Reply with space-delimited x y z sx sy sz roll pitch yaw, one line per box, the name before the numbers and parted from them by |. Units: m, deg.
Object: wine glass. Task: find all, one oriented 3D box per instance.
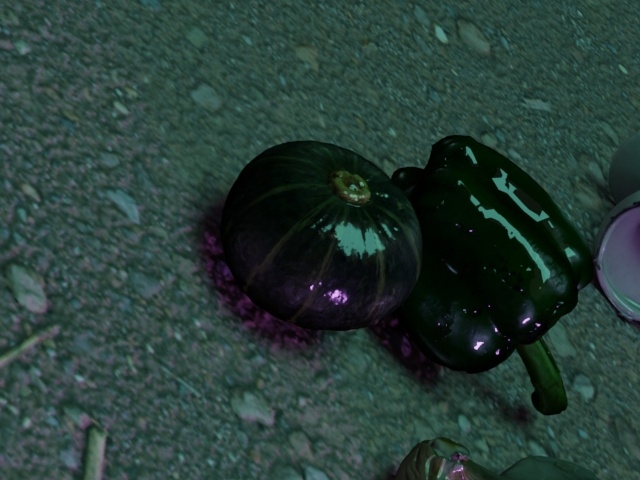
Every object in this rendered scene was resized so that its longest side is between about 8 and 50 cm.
wine glass | 0.369 -0.023 2.005 0.165 0.165 0.196 43 29 -16

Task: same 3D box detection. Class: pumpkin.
pumpkin | 0.001 -0.002 1.526 0.167 0.125 0.167 26 25 -13

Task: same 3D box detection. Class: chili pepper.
chili pepper | 0.156 0.040 1.660 0.261 0.165 0.174 48 20 -11

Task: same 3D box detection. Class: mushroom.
mushroom | 0.145 0.210 1.549 0.223 0.081 0.092 12 67 -44
